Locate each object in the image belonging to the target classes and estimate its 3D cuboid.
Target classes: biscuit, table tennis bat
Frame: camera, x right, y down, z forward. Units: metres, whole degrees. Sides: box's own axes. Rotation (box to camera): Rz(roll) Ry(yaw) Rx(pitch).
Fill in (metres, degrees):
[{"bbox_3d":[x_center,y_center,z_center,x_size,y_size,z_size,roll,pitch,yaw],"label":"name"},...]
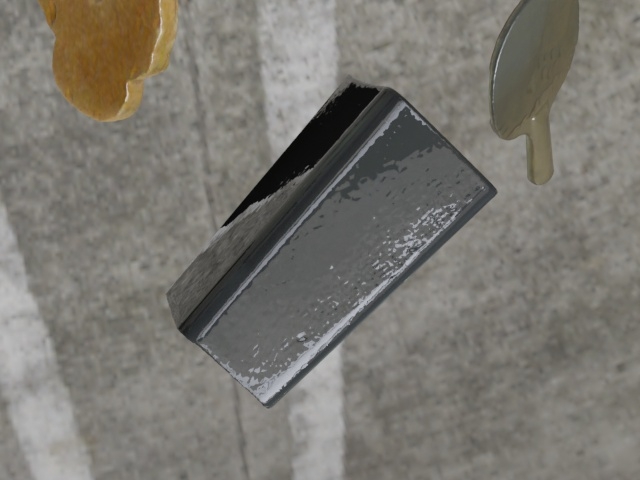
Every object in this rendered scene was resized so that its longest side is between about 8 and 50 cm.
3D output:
[{"bbox_3d":[-0.272,-0.332,1.909,0.051,0.269,0.375,-20,133,-43],"label":"biscuit"},{"bbox_3d":[0.187,-0.130,1.300,0.131,0.022,0.234,-48,149,-24],"label":"table tennis bat"}]

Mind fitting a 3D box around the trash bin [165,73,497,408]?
[{"bbox_3d":[0.000,0.000,1.109,0.115,0.165,0.225,42,91,-15],"label":"trash bin"}]
